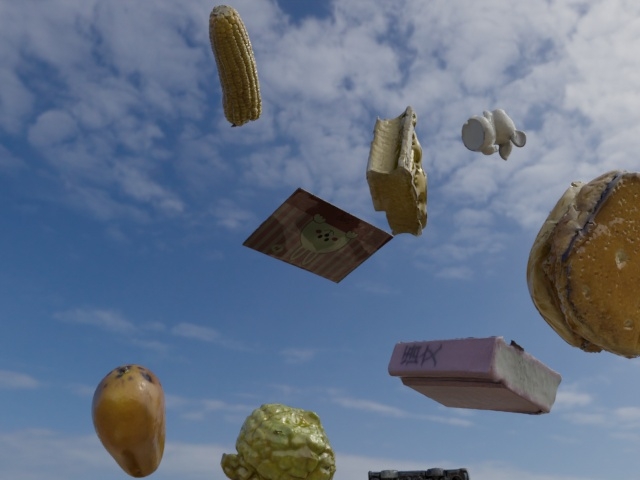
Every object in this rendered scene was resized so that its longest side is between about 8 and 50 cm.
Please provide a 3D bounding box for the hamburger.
[{"bbox_3d":[0.518,0.037,1.011,0.284,0.304,0.174,45,-19,-21],"label":"hamburger"}]

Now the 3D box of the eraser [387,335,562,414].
[{"bbox_3d":[0.399,0.359,1.488,0.272,0.122,0.359,35,-27,-25],"label":"eraser"}]

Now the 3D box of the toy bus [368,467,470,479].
[{"bbox_3d":[0.238,0.594,1.313,0.234,0.116,0.133,-8,-28,15],"label":"toy bus"}]

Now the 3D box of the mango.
[{"bbox_3d":[-0.247,0.235,0.744,0.090,0.115,0.178,-8,-42,-9],"label":"mango"}]

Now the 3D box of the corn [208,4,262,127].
[{"bbox_3d":[-0.194,-0.390,1.277,0.101,0.101,0.292,-1,-42,6],"label":"corn"}]

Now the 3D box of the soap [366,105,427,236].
[{"bbox_3d":[0.272,-0.228,1.879,0.169,0.339,0.304,-4,-45,19],"label":"soap"}]

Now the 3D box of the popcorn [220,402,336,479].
[{"bbox_3d":[-0.096,0.496,1.290,0.251,0.206,0.237,-18,-55,-5],"label":"popcorn"}]

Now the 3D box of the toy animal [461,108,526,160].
[{"bbox_3d":[0.610,-0.373,1.989,0.193,0.178,0.127,-3,-32,-24],"label":"toy animal"}]

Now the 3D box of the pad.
[{"bbox_3d":[0.000,0.000,1.275,0.300,0.005,0.202,25,-55,-37],"label":"pad"}]
